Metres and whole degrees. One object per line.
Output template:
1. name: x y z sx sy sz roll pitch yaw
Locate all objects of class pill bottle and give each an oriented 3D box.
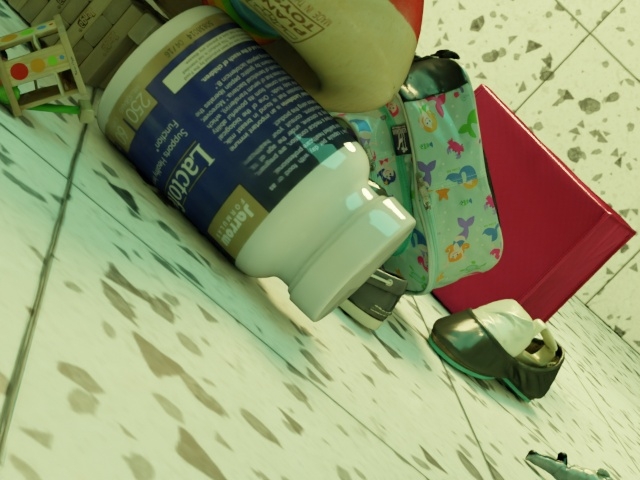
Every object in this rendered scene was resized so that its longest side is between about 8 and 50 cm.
1. pill bottle: -0.053 -0.064 1.300 0.265 0.153 0.153 44 9 8

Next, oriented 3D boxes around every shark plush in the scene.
1. shark plush: 0.291 0.271 1.591 0.161 0.073 0.067 47 39 -7

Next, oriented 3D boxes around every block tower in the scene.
1. block tower: -0.285 -0.282 1.493 0.335 0.097 0.091 44 9 14

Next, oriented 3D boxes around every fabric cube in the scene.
1. fabric cube: 0.255 -0.025 2.129 0.258 0.254 0.259 46 9 18

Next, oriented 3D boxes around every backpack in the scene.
1. backpack: 0.090 -0.063 1.674 0.225 0.191 0.253 8 -59 66

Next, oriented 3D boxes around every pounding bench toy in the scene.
1. pounding bench toy: -0.217 -0.121 1.164 0.052 0.065 0.083 -121 -167 -61

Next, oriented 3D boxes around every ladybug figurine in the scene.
1. ladybug figurine: -0.033 -0.255 1.384 0.305 0.162 0.449 40 -7 -18

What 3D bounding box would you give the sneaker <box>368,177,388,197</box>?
1. sneaker: -0.028 -0.104 1.554 0.267 0.106 0.101 30 -5 33

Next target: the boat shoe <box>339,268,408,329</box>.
1. boat shoe: 0.000 0.000 1.512 0.206 0.065 0.075 42 12 -1

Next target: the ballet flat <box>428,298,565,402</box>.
1. ballet flat: 0.221 0.122 1.815 0.095 0.096 0.280 49 11 29

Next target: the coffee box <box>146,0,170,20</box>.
1. coffee box: -0.088 -0.238 1.693 0.246 0.098 0.141 2 14 -2
